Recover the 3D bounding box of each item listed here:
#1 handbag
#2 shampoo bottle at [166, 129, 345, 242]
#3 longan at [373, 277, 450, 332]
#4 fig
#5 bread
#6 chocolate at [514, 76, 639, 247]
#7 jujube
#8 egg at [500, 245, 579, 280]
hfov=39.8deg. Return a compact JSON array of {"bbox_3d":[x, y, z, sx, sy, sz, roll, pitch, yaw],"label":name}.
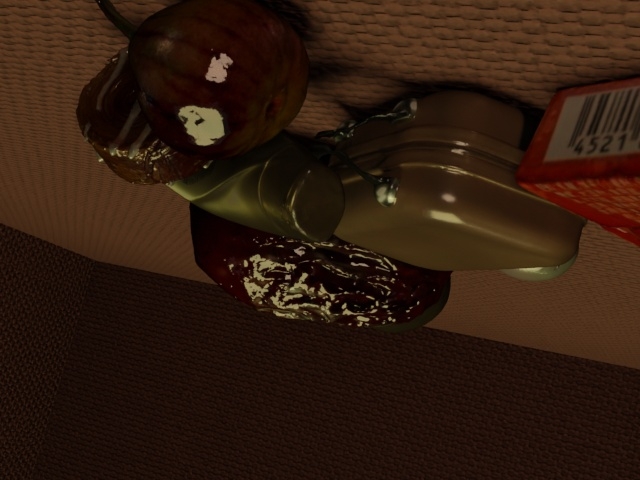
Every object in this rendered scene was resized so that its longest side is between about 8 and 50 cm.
[{"bbox_3d":[0.114,-0.065,0.975,0.283,0.149,0.302,16,172,-22],"label":"handbag"},{"bbox_3d":[-0.097,-0.088,0.978,0.084,0.126,0.350,24,-178,-40],"label":"shampoo bottle"},{"bbox_3d":[0.129,0.067,1.540,0.196,0.197,0.220,12,164,11],"label":"longan"},{"bbox_3d":[-0.111,-0.147,0.795,0.201,0.149,0.148,1,128,0],"label":"fig"},{"bbox_3d":[-0.168,-0.136,0.922,0.160,0.161,0.073,10,154,21],"label":"bread"},{"bbox_3d":[0.340,-0.062,0.789,0.234,0.108,0.237,21,166,-33],"label":"chocolate"},{"bbox_3d":[0.000,0.000,1.244,0.376,0.259,0.258,21,170,1],"label":"jujube"},{"bbox_3d":[0.287,0.004,1.220,0.135,0.103,0.103,9,169,30],"label":"egg"}]
